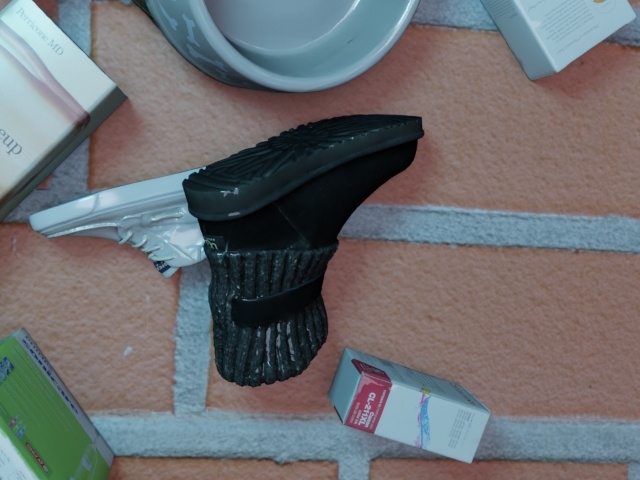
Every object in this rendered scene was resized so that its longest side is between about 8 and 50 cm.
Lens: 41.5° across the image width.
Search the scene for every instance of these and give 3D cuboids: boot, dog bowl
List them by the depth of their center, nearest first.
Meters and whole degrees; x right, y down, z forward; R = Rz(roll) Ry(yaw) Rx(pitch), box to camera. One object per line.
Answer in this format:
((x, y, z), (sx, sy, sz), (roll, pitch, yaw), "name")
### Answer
((-0.026, -0.328, 0.955), (0.348, 0.102, 0.349), (-12, 118, -25), "dog bowl")
((-0.209, -0.010, 1.024), (0.258, 0.095, 0.123), (-15, 97, -12), "boot")
((-0.003, -0.001, 1.036), (0.348, 0.131, 0.260), (-25, 117, -29), "boot")

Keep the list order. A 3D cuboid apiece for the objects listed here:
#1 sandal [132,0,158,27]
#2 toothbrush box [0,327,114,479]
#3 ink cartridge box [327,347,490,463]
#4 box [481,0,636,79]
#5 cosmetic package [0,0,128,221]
((-0.177, -0.302, 1.031), (0.090, 0.060, 0.219), (-42, 114, 3), "sandal")
((-0.344, 0.234, 0.933), (0.122, 0.283, 0.206), (-34, 99, -3), "toothbrush box")
((0.110, 0.209, 1.079), (0.175, 0.127, 0.072), (20, 93, -10), "ink cartridge box")
((0.292, -0.314, 1.080), (0.130, 0.091, 0.170), (-34, 99, -5), "box")
((-0.383, -0.122, 0.974), (0.153, 0.129, 0.296), (44, 87, -9), "cosmetic package")
